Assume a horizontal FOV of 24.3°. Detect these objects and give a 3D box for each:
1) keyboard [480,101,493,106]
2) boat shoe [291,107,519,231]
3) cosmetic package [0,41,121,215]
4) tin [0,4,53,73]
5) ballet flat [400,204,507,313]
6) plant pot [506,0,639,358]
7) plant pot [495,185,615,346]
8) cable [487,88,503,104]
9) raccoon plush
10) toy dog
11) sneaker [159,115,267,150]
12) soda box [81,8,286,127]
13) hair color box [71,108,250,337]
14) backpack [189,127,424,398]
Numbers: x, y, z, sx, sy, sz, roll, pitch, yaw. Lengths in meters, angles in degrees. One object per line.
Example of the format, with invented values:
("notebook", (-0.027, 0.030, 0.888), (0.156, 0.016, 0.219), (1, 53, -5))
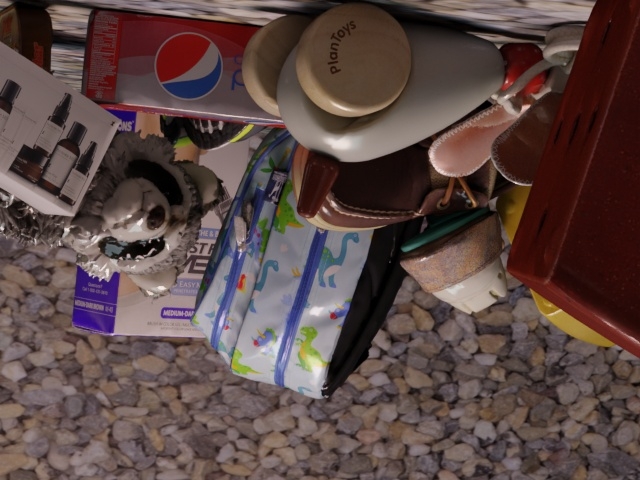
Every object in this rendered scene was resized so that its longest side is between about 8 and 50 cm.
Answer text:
("keyboard", (0.261, -0.146, 1.520), (0.317, 0.033, 0.201), (6, -178, 36))
("boat shoe", (0.122, -0.081, 1.464), (0.342, 0.123, 0.123), (-8, -179, -43))
("cosmetic package", (-0.287, -0.118, 1.228), (0.239, 0.099, 0.060), (33, 163, -34))
("tin", (-0.278, -0.161, 1.378), (0.040, 0.106, 0.190), (-3, -175, -20))
("ballet flat", (0.156, 0.017, 1.567), (0.107, 0.106, 0.316), (-26, -177, 15))
("plant pot", (0.250, -0.027, 0.835), (0.236, 0.267, 0.267), (18, -179, -1))
("plant pot", (0.315, -0.013, 1.623), (0.212, 0.212, 0.187), (-30, 163, 33))
("cable", (0.240, -0.098, 1.410), (0.139, 0.072, 0.287), (9, 165, 29))
("raccoon plush", (-0.300, -0.114, 1.703), (0.299, 0.216, 0.446), (25, -162, -37))
("toy dog", (0.098, -0.087, 1.165), (0.334, 0.161, 0.220), (6, -178, 2))
("sneaker", (-0.098, -0.161, 1.655), (0.121, 0.111, 0.300), (-10, -171, -17))
("soda box", (-0.078, -0.149, 1.337), (0.263, 0.083, 0.092), (6, -179, -4))
("hair color box", (-0.199, -0.047, 1.902), (0.185, 0.338, 0.110), (5, 180, -41))
("backpack", (0.000, 0.000, 1.698), (0.273, 0.355, 0.290), (5, -171, 5))
